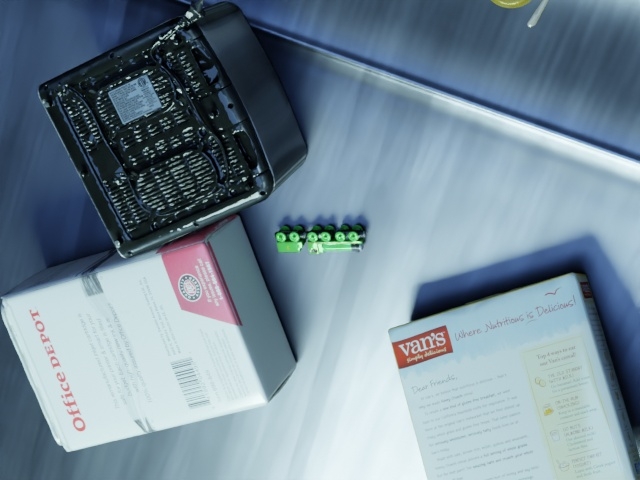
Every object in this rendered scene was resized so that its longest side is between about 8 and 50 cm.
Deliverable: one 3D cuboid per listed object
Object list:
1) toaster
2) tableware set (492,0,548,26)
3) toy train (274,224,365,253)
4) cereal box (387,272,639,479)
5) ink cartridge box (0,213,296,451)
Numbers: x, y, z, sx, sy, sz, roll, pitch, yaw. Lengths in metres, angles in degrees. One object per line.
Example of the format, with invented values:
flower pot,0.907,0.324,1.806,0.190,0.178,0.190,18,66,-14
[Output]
toaster,-0.116,-0.099,1.334,0.185,0.110,0.168,-23,100,26
tableware set,0.135,-0.247,1.242,0.154,0.024,0.104,36,113,6
toy train,0.000,0.000,1.380,0.083,0.017,0.024,0,118,20
cereal box,0.168,0.163,1.315,0.173,0.047,0.240,-18,80,22
ink cartridge box,-0.153,0.084,1.423,0.218,0.092,0.158,-16,102,22
